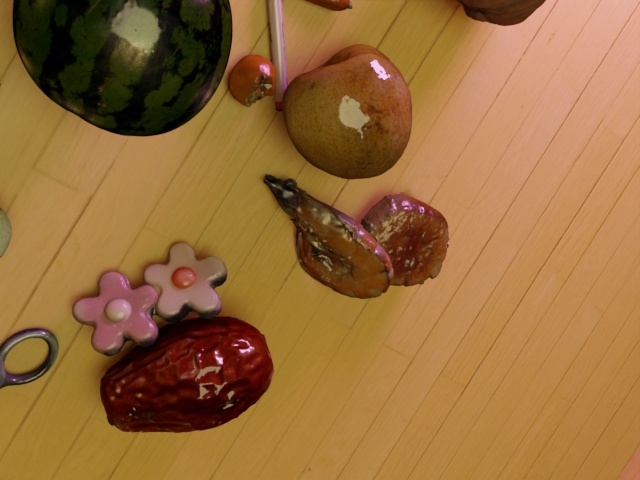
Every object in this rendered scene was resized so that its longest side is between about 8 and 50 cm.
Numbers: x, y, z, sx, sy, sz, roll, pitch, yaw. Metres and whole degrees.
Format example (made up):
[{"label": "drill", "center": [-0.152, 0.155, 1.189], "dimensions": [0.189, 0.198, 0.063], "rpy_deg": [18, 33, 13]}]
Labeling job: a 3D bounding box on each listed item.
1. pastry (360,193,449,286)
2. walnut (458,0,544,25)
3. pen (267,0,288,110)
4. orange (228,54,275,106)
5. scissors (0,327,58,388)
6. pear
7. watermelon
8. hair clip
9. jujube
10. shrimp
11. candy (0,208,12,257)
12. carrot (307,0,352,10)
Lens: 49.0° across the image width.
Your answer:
[{"label": "pastry", "center": [0.159, 0.000, 1.383], "dimensions": [0.193, 0.093, 0.182], "rpy_deg": [7, 109, -27]}, {"label": "walnut", "center": [0.323, -0.509, 1.200], "dimensions": [0.273, 0.227, 0.273], "rpy_deg": [-8, 107, -27]}, {"label": "pen", "center": [-0.072, -0.326, 1.172], "dimensions": [0.026, 0.026, 0.218], "rpy_deg": [-14, 115, -24]}, {"label": "orange", "center": [-0.110, -0.263, 1.154], "dimensions": [0.086, 0.062, 0.086], "rpy_deg": [-9, 110, -25]}, {"label": "scissors", "center": [-0.593, 0.296, 1.121], "dimensions": [0.256, 0.029, 0.383], "rpy_deg": [16, 99, -33]}, {"label": "pear", "center": [0.051, -0.206, 1.185], "dimensions": [0.229, 0.188, 0.211], "rpy_deg": [-34, 112, -20]}, {"label": "watermelon", "center": [-0.259, -0.286, 0.928], "dimensions": [0.285, 0.285, 0.285], "rpy_deg": [-10, 113, -25]}, {"label": "hair clip", "center": [-0.279, 0.096, 1.176], "dimensions": [0.257, 0.075, 0.146], "rpy_deg": [-21, 80, -24]}, {"label": "jujube", "center": [-0.226, 0.237, 1.207], "dimensions": [0.291, 0.197, 0.197], "rpy_deg": [-16, 117, -6]}, {"label": "shrimp", "center": [0.000, 0.000, 1.297], "dimensions": [0.317, 0.062, 0.164], "rpy_deg": [42, 125, -14]}, {"label": "candy", "center": [-0.639, -0.067, 0.929], "dimensions": [0.440, 0.119, 0.119], "rpy_deg": [22, 97, -26]}, {"label": "carrot", "center": [-0.006, -0.412, 1.172], "dimensions": [0.142, 0.035, 0.035], "rpy_deg": [9, 104, -27]}]
